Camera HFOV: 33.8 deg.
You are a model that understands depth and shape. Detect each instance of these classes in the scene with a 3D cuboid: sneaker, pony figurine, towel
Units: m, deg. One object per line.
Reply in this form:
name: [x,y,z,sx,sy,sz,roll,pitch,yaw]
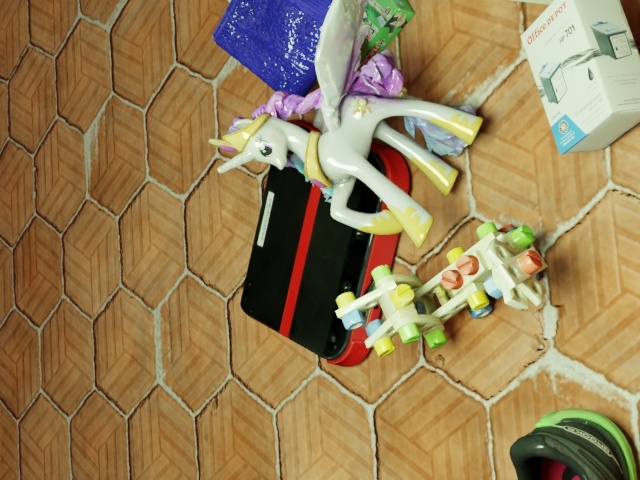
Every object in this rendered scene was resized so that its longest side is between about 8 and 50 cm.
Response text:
sneaker: [0.341,0.464,1.363,0.185,0.202,0.482,-31,66,42]
pony figurine: [0.052,-0.191,1.622,0.363,0.303,0.351,26,76,7]
towel: [-0.054,-0.418,1.817,0.228,0.076,0.308,41,119,22]

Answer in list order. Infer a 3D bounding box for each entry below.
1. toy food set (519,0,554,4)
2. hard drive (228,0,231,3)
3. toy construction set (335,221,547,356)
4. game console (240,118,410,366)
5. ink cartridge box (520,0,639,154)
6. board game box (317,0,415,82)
toy food set: [0.279,-0.488,1.485,0.220,0.092,0.306,21,135,46]
hard drive: [-0.129,-0.550,1.969,0.210,0.040,0.318,-56,51,29]
toy construction set: [0.199,0.061,1.526,0.328,0.215,0.151,-25,71,43]
game console: [0.000,0.000,1.866,0.342,0.060,0.386,25,105,50]
ink cartridge box: [0.362,-0.232,1.434,0.139,0.082,0.190,131,126,-63]
board game box: [0.022,-0.440,1.865,0.213,0.046,0.317,-46,57,34]
